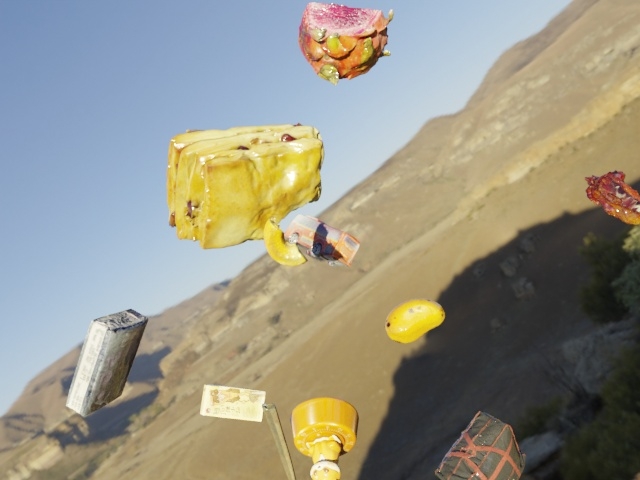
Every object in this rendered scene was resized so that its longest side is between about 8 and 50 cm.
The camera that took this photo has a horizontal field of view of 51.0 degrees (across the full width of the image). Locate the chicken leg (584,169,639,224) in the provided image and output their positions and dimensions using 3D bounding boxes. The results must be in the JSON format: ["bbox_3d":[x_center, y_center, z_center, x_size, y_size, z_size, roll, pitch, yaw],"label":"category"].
[{"bbox_3d":[0.635,-0.077,1.360,0.048,0.219,0.089,18,-74,-57],"label":"chicken leg"}]

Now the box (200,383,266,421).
[{"bbox_3d":[-0.208,0.388,1.603,0.149,0.073,0.020,8,-7,-8],"label":"box"}]

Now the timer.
[{"bbox_3d":[0.009,0.386,1.229,0.132,0.132,0.152,-36,32,25],"label":"timer"}]

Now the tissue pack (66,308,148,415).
[{"bbox_3d":[-0.347,0.196,1.098,0.156,0.051,0.112,-68,-14,11],"label":"tissue pack"}]

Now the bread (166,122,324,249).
[{"bbox_3d":[-0.176,-0.115,1.599,0.370,0.191,0.314,-1,-51,-14],"label":"bread"}]

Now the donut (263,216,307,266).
[{"bbox_3d":[-0.057,0.005,1.064,0.067,0.083,0.038,-4,16,2],"label":"donut"}]

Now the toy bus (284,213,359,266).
[{"bbox_3d":[0.000,0.000,1.375,0.192,0.065,0.077,24,83,54],"label":"toy bus"}]

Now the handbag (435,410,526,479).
[{"bbox_3d":[0.385,0.538,1.605,0.215,0.169,0.155,-49,33,-20],"label":"handbag"}]

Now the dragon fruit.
[{"bbox_3d":[0.031,-0.291,1.006,0.102,0.147,0.096,92,-171,-54],"label":"dragon fruit"}]

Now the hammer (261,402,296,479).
[{"bbox_3d":[-0.063,0.423,1.252,0.027,0.297,0.125,-19,23,-14],"label":"hammer"}]

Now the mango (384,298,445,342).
[{"bbox_3d":[0.273,0.230,1.973,0.178,0.115,0.090,-32,-29,-1],"label":"mango"}]
